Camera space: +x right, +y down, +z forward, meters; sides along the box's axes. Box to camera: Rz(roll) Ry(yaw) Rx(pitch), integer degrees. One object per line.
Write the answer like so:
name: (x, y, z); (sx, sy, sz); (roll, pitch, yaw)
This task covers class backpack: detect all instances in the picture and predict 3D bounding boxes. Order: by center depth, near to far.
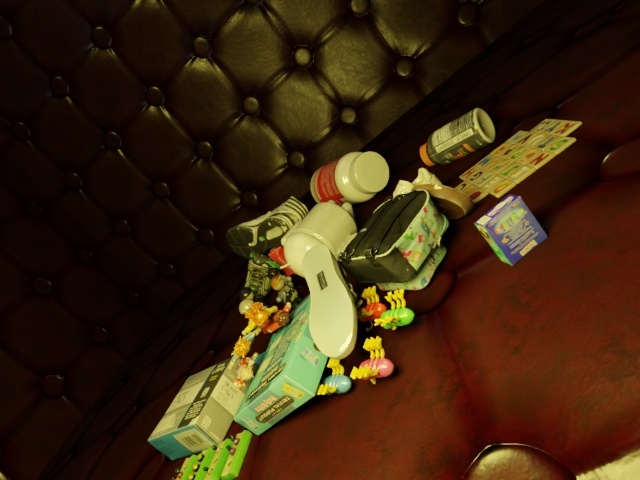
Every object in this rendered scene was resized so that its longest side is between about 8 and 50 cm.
backpack: (0.198, -0.002, 1.023); (0.225, 0.191, 0.253); (-13, 39, 56)

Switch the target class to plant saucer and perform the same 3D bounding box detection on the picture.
plant saucer: (0.316, -0.097, 1.078); (0.168, 0.168, 0.029); (-8, 57, 64)

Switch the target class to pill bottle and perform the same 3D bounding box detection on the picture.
pill bottle: (0.471, -0.349, 1.435); (0.245, 0.130, 0.130); (-24, 23, 48)
pill bottle: (0.132, -0.276, 1.883); (0.229, 0.229, 0.407); (-47, 16, -20)

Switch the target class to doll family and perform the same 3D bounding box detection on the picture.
doll family: (-0.184, 0.256, 1.084); (0.263, 0.118, 0.163); (-57, 5, -14)

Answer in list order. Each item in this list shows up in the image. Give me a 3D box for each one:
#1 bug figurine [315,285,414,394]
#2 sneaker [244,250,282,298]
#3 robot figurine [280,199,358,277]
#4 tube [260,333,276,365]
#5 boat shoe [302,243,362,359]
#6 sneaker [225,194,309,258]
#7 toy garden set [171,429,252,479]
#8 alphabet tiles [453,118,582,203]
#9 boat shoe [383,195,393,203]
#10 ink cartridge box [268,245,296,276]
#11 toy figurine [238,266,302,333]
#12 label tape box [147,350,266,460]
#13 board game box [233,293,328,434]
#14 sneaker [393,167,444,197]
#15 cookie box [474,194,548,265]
bug figurine: (0.101, 0.220, 0.869); (0.216, 0.072, 0.279); (-31, 22, 56)
sneaker: (-0.241, 0.161, 1.666); (0.343, 0.134, 0.146); (97, -161, -61)
robot figurine: (0.000, 0.000, 1.488); (0.300, 0.200, 0.353); (9, 46, 34)
tube: (-0.147, 0.362, 1.157); (0.080, 0.052, 0.207); (-42, 18, 40)
boat shoe: (0.032, 0.142, 0.923); (0.113, 0.105, 0.306); (-38, 38, 12)
sneaker: (-0.217, -0.061, 1.832); (0.447, 0.169, 0.257); (-14, 21, 43)
toy garden set: (-0.285, 0.556, 0.936); (0.244, 0.049, 0.204); (-35, 16, 24)
alphabet tiles: (0.537, -0.225, 1.156); (0.342, 0.011, 0.285); (-39, 16, 12)
boat shoe: (0.266, -0.132, 1.496); (0.050, 0.045, 0.135); (-48, 10, 15)
ink cartridge box: (-0.146, 0.061, 1.806); (0.078, 0.134, 0.231); (-33, 16, 25)
toy figurine: (-0.190, 0.206, 1.486); (0.209, 0.148, 0.213); (-41, 15, 1)
label tape box: (-0.323, 0.452, 1.214); (0.240, 0.106, 0.334); (-31, 18, 32)
board game box: (-0.060, 0.274, 1.012); (0.254, 0.079, 0.336); (-48, 9, 37)
sneaker: (0.244, -0.089, 1.233); (0.305, 0.152, 0.114); (-45, 17, -7)
cookie box: (0.374, -0.020, 0.801); (0.092, 0.107, 0.040); (-40, 14, 4)
